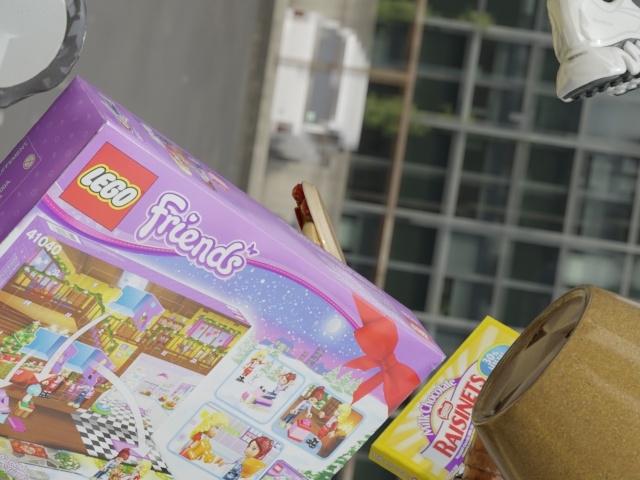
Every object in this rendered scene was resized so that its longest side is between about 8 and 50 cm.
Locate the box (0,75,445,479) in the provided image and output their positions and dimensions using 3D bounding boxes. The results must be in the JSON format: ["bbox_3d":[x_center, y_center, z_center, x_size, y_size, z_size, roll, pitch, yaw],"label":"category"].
[{"bbox_3d":[-0.091,0.064,1.080,0.201,0.293,0.057,-47,-140,8],"label":"box"}]

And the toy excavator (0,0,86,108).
[{"bbox_3d":[-0.421,-0.176,1.124,0.433,0.445,0.222,-41,-162,1],"label":"toy excavator"}]

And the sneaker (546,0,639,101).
[{"bbox_3d":[0.321,-0.219,2.041,0.292,0.110,0.118,-10,79,-64],"label":"sneaker"}]

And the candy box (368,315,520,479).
[{"bbox_3d":[0.143,0.159,1.772,0.206,0.105,0.027,-45,154,-38],"label":"candy box"}]

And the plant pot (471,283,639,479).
[{"bbox_3d":[0.230,0.153,1.231,0.237,0.254,0.237,-49,-172,9],"label":"plant pot"}]

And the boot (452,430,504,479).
[{"bbox_3d":[0.111,0.206,1.409,0.197,0.073,0.152,-6,111,-74],"label":"boot"}]

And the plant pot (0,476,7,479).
[{"bbox_3d":[-0.307,0.311,1.677,0.256,0.256,0.274,92,17,-45],"label":"plant pot"}]

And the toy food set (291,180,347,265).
[{"bbox_3d":[0.000,0.000,1.289,0.082,0.020,0.083,65,5,-57],"label":"toy food set"}]
